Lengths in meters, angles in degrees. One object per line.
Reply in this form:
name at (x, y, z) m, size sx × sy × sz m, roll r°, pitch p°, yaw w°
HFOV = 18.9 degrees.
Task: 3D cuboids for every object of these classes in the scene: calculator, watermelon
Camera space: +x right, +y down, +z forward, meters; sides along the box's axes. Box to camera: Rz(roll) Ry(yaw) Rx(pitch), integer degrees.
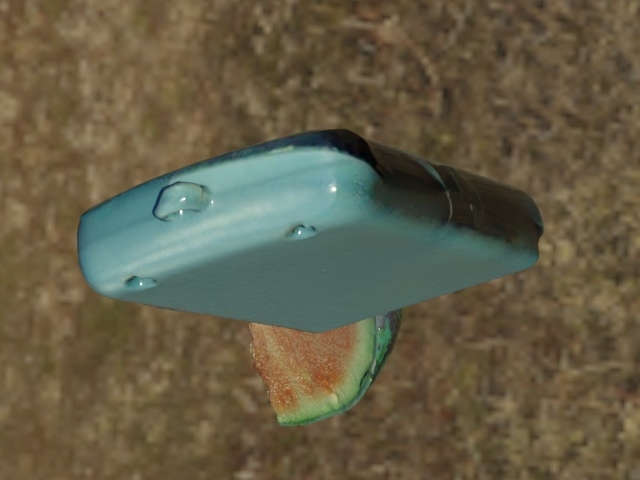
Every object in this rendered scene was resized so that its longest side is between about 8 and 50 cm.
calculator at (0.000, 0.000, 0.992) m, size 0.173 × 0.293 × 0.051 m, roll -17°, pitch 75°, yaw 26°
watermelon at (0.028, 0.050, 1.532) m, size 0.146 × 0.128 × 0.231 m, roll 35°, pitch 135°, yaw 55°
